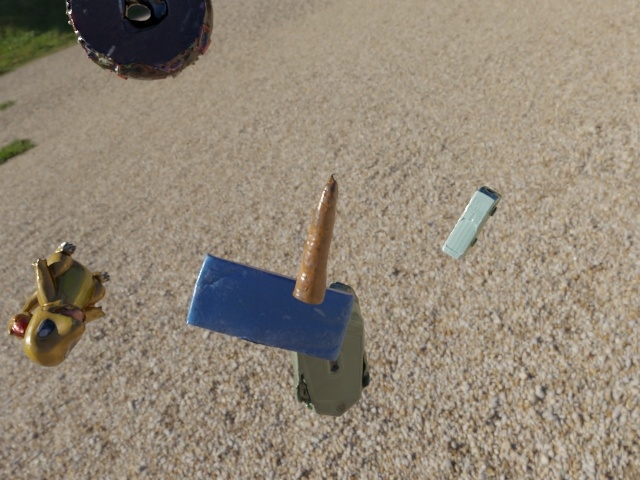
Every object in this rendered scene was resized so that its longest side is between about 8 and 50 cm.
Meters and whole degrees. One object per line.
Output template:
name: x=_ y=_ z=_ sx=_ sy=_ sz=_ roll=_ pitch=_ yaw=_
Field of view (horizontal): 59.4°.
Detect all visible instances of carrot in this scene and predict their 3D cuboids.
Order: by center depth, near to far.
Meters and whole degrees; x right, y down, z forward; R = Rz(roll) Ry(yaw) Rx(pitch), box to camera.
carrot: x=0.000 y=0.000 z=0.925 sx=0.057 sy=0.224 sz=0.057 roll=10 pitch=23 yaw=-4

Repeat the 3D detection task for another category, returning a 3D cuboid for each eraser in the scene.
eraser: x=-0.096 y=0.134 z=1.107 sx=0.311 sy=0.144 sz=0.042 roll=17 pitch=2 yaw=-9

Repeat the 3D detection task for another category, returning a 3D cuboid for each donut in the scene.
donut: x=-0.326 y=-0.416 z=1.034 sx=0.269 sy=0.270 sz=0.103 roll=-26 pitch=1 yaw=-11

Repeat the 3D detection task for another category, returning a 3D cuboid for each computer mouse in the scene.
computer mouse: x=0.015 y=0.308 z=1.609 sx=0.228 sy=0.429 sz=0.145 roll=-11 pitch=23 yaw=-13

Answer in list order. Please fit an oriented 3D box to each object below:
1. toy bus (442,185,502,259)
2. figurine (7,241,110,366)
toy bus: x=0.171 y=-0.020 z=0.635 sx=0.031 sy=0.083 sz=0.037 roll=34 pitch=23 yaw=19
figurine: x=-0.350 y=0.095 z=0.723 sx=0.122 sy=0.121 sz=0.176 roll=-30 pitch=35 yaw=5
